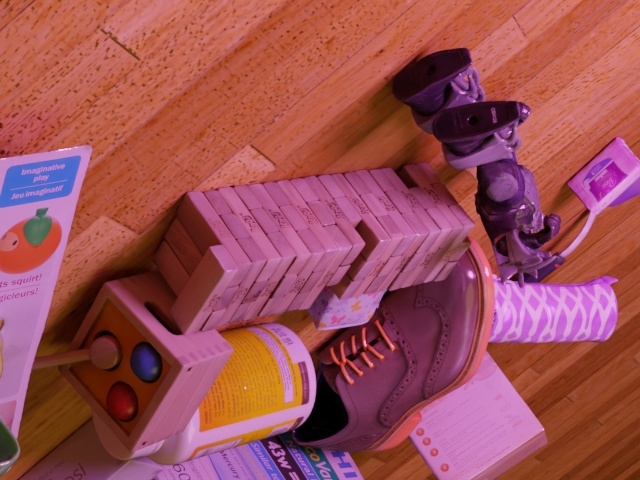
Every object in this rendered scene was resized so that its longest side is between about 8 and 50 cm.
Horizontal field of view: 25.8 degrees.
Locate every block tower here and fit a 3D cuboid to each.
[{"bbox_3d":[0.000,0.000,1.313,0.335,0.097,0.091,-11,145,-43],"label":"block tower"}]

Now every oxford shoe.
[{"bbox_3d":[0.080,0.135,1.594,0.132,0.130,0.364,-5,140,-33],"label":"oxford shoe"}]

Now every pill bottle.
[{"bbox_3d":[-0.117,0.156,1.400,0.215,0.117,0.117,-10,144,-41],"label":"pill bottle"}]

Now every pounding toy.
[{"bbox_3d":[-0.181,0.106,1.250,0.100,0.141,0.130,-14,142,-54],"label":"pounding toy"}]

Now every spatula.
[{"bbox_3d":[0.314,-0.002,1.742,0.296,0.030,0.084,-44,151,17],"label":"spatula"}]

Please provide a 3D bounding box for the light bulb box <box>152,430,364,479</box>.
[{"bbox_3d":[-0.069,0.433,1.642,0.225,0.358,0.361,-47,152,26],"label":"light bulb box"}]

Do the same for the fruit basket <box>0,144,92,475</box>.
[{"bbox_3d":[-0.334,0.097,1.006,0.327,0.165,0.353,-11,141,-40],"label":"fruit basket"}]

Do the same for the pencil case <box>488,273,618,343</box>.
[{"bbox_3d":[0.270,0.083,1.727,0.206,0.086,0.088,3,97,-28],"label":"pencil case"}]

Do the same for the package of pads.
[{"bbox_3d":[0.335,-0.075,1.624,0.083,0.050,0.032,-44,152,16],"label":"package of pads"}]

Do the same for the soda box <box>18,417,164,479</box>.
[{"bbox_3d":[-0.275,0.274,1.466,0.216,0.069,0.074,-41,153,8],"label":"soda box"}]

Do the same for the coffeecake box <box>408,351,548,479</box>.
[{"bbox_3d":[0.173,0.213,1.755,0.142,0.185,0.068,-33,153,-3],"label":"coffeecake box"}]

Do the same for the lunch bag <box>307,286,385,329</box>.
[{"bbox_3d":[0.032,0.054,1.482,0.083,0.053,0.071,-5,139,-31],"label":"lunch bag"}]

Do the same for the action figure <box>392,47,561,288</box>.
[{"bbox_3d":[0.170,-0.066,1.324,0.099,0.185,0.285,-25,148,12],"label":"action figure"}]
